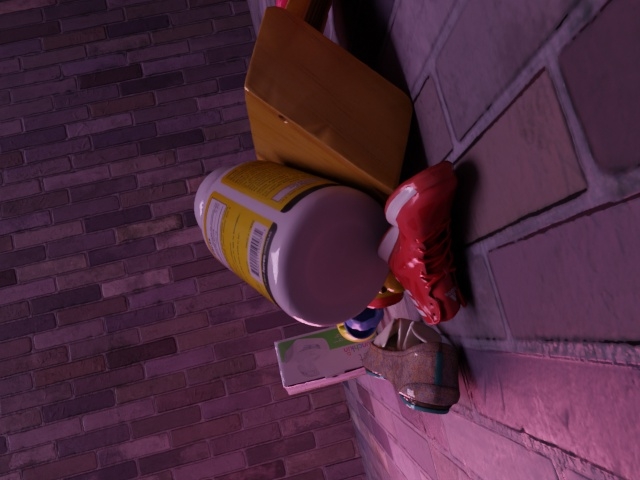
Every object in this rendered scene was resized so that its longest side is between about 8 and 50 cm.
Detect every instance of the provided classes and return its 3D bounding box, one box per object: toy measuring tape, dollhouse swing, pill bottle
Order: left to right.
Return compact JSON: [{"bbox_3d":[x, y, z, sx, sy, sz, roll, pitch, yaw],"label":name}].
[{"bbox_3d":[-0.063,-0.018,0.774,0.334,0.188,0.187,27,135,51],"label":"pill bottle"},{"bbox_3d":[0.048,-0.236,0.799,0.315,0.305,0.347,35,172,1],"label":"dollhouse swing"},{"bbox_3d":[0.079,0.040,0.877,0.330,0.122,0.121,-133,30,-80],"label":"toy measuring tape"}]

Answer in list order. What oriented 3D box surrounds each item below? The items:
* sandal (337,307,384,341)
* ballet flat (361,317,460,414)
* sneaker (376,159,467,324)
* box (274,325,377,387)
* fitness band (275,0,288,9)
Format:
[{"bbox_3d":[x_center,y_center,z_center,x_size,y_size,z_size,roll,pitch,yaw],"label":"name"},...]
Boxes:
[{"bbox_3d":[0.066,0.077,1.140,0.138,0.126,0.317,164,85,-81],"label":"sandal"},{"bbox_3d":[0.138,0.175,0.789,0.316,0.108,0.106,159,118,-80],"label":"ballet flat"},{"bbox_3d":[0.132,0.013,0.565,0.128,0.087,0.221,58,171,20],"label":"sneaker"},{"bbox_3d":[0.021,0.320,1.386,0.231,0.262,0.126,87,168,-68],"label":"box"},{"bbox_3d":[-0.073,-0.486,1.265,0.290,0.054,0.209,100,160,-46],"label":"fitness band"}]
